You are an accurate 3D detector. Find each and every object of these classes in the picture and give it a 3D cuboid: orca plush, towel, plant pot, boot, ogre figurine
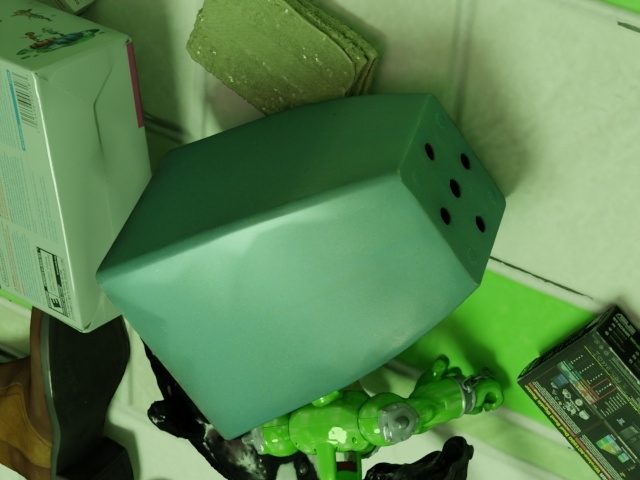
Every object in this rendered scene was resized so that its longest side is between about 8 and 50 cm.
[{"bbox_3d":[-0.096,0.110,1.536,0.151,0.102,0.287,0,117,37],"label":"orca plush"},{"bbox_3d":[-0.028,-0.137,1.379,0.148,0.027,0.110,35,134,12],"label":"towel"},{"bbox_3d":[0.000,0.000,1.340,0.234,0.165,0.166,-23,116,32],"label":"plant pot"},{"bbox_3d":[-0.296,0.108,1.720,0.280,0.096,0.264,22,137,34],"label":"boot"},{"bbox_3d":[0.029,0.133,1.431,0.197,0.118,0.097,12,103,26],"label":"ogre figurine"}]

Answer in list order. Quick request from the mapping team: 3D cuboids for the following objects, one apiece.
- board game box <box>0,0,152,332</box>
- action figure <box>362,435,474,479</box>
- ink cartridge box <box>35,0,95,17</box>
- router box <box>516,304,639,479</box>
[{"bbox_3d":[-0.263,-0.084,1.493,0.303,0.097,0.224,23,129,40],"label":"board game box"},{"bbox_3d":[0.128,0.289,1.452,0.276,0.141,0.164,55,152,-15],"label":"action figure"},{"bbox_3d":[-0.210,-0.190,1.478,0.048,0.028,0.083,51,134,-2],"label":"ink cartridge box"},{"bbox_3d":[0.214,0.118,1.355,0.122,0.038,0.092,50,134,0],"label":"router box"}]
